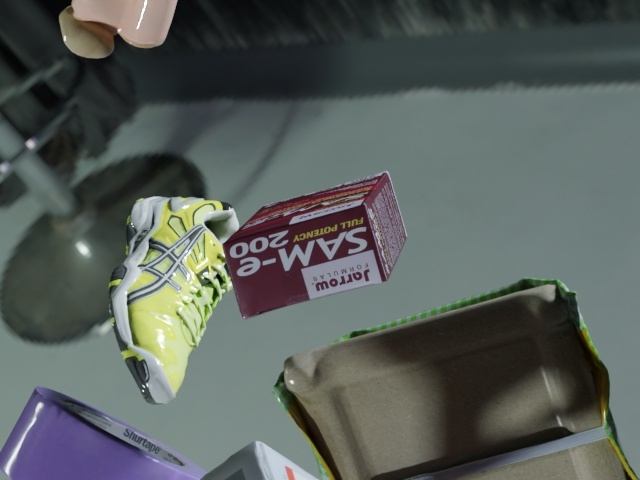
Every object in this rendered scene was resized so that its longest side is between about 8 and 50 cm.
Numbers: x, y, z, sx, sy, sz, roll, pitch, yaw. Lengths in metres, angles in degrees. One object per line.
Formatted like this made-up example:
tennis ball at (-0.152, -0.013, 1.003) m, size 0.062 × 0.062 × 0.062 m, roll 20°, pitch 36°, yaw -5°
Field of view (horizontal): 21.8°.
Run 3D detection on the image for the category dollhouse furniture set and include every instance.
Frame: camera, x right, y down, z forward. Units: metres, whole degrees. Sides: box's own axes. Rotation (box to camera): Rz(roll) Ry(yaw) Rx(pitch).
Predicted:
dollhouse furniture set at (0.152, 0.082, 0.892) m, size 0.302 × 0.197 × 0.151 m, roll -16°, pitch 21°, yaw 13°

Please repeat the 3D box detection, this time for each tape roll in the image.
tape roll at (-0.199, 0.213, 1.541) m, size 0.189 × 0.189 × 0.080 m, roll 23°, pitch 85°, yaw 48°

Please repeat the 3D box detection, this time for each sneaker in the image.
sneaker at (-0.196, 0.062, 2.288) m, size 0.147 × 0.145 × 0.384 m, roll -11°, pitch 42°, yaw 10°

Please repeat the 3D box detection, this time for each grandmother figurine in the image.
grandmother figurine at (-0.147, -0.336, 1.625) m, size 0.104 × 0.342 × 0.208 m, roll 43°, pitch 43°, yaw 17°

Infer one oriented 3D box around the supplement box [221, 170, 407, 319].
supplement box at (0.000, 0.000, 1.479) m, size 0.130 × 0.073 × 0.239 m, roll -16°, pitch 7°, yaw 8°

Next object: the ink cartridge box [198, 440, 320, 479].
ink cartridge box at (-0.029, 0.168, 0.722) m, size 0.145 × 0.179 × 0.045 m, roll -36°, pitch 51°, yaw 12°
